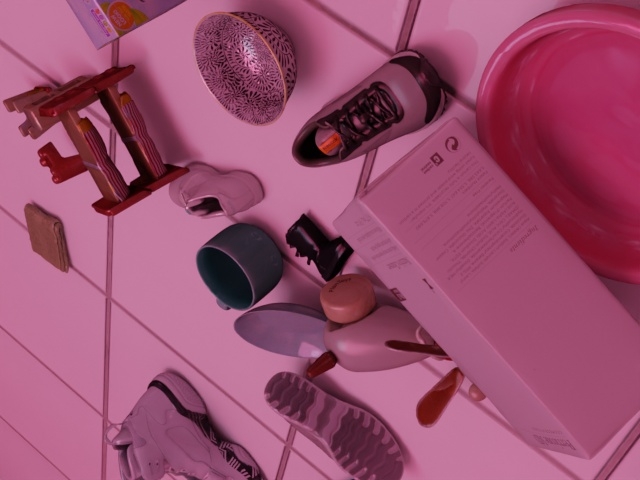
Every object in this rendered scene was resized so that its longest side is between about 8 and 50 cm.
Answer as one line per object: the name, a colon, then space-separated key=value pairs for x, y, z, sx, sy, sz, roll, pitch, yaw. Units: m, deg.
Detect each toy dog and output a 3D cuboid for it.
toy dog: x=0.109 y=0.171 z=1.606 sx=0.333 sy=0.161 sz=0.220 roll=-4 pitch=127 yaw=50

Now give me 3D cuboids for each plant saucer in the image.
plant saucer: x=0.327 y=-0.108 z=1.190 sx=0.332 sy=0.084 sz=0.332 roll=28 pitch=139 yaw=27
plant saucer: x=-0.045 y=0.141 z=1.810 sx=0.195 sy=0.037 sz=0.195 roll=8 pitch=154 yaw=4

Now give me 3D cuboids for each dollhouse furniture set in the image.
dollhouse furniture set: x=-0.393 y=-0.181 z=1.886 sx=0.374 sy=0.152 sz=0.201 roll=17 pitch=137 yaw=61

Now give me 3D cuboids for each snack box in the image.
snack box: x=-0.256 y=-0.378 z=1.467 sx=0.070 sy=0.207 sz=0.174 roll=-14 pitch=112 yaw=52

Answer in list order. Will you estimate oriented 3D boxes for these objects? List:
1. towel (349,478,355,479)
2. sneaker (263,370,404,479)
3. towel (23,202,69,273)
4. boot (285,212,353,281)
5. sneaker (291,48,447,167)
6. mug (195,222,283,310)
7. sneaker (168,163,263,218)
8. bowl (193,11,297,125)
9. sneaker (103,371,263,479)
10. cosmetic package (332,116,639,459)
towel: x=0.099 y=0.580 z=2.109 sx=0.271 sy=0.040 sz=0.370 roll=50 pitch=146 yaw=0
sneaker: x=0.032 y=0.326 z=1.925 sx=0.281 sy=0.105 sz=0.115 roll=39 pitch=173 yaw=12
towel: x=-0.574 y=-0.005 z=2.311 sx=0.110 sy=0.027 sz=0.148 roll=29 pitch=141 yaw=28
boot: x=0.000 y=0.000 z=1.681 sx=0.099 sy=0.045 sz=0.121 roll=48 pitch=144 yaw=12
sneaker: x=0.061 y=-0.155 z=1.417 sx=0.100 sy=0.108 sz=0.271 roll=56 pitch=143 yaw=-5
mug: x=-0.133 y=0.039 z=1.810 sx=0.158 sy=0.097 sz=0.129 roll=-16 pitch=110 yaw=53
sneaker: x=-0.194 y=-0.070 z=1.781 sx=0.212 sy=0.094 sz=0.080 roll=2 pitch=124 yaw=47
bowl: x=-0.087 y=-0.250 z=1.512 sx=0.170 sy=0.080 sz=0.170 roll=29 pitch=139 yaw=28
sneaker: x=-0.281 y=0.469 z=2.267 sx=0.366 sy=0.210 sz=0.137 roll=52 pitch=145 yaw=-4
cosmetic package: x=0.206 y=0.061 z=1.294 sx=0.385 sy=0.156 sz=0.217 roll=49 pitch=170 yaw=1
